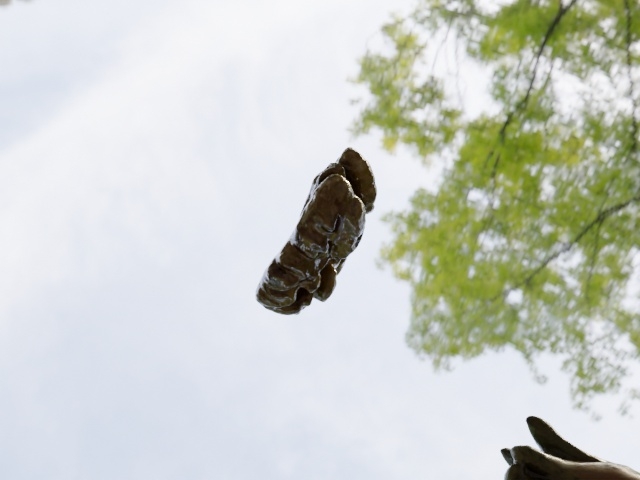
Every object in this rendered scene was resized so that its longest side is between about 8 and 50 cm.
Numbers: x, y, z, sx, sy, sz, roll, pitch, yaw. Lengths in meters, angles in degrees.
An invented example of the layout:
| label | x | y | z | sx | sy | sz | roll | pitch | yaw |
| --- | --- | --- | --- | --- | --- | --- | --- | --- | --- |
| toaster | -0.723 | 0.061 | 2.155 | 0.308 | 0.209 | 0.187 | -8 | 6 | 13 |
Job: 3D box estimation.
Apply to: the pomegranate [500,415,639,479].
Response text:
| label | x | y | z | sx | sy | sz | roll | pitch | yaw |
| --- | --- | --- | --- | --- | --- | --- | --- | --- | --- |
| pomegranate | 0.229 | 0.211 | 0.677 | 0.276 | 0.204 | 0.222 | 32 | -93 | -32 |

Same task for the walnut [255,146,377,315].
| label | x | y | z | sx | sy | sz | roll | pitch | yaw |
| --- | --- | --- | --- | --- | --- | --- | --- | --- | --- |
| walnut | 0.000 | 0.000 | 1.108 | 0.069 | 0.170 | 0.143 | 30 | -145 | -2 |
